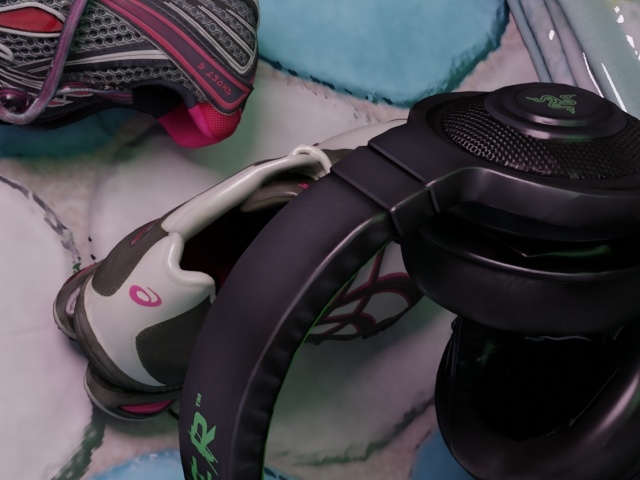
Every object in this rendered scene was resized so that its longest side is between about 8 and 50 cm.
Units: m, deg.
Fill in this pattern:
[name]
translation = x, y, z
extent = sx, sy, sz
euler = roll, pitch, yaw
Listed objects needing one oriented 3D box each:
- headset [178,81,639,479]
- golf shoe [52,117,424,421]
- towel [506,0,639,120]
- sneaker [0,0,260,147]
[headset]
translation = 0.101, 0.019, 0.783
extent = 0.394, 0.243, 0.185
euler = -29, 38, -18
[golf shoe]
translation = 0.000, 0.000, 0.801
extent = 0.273, 0.120, 0.105
euler = -30, 82, -37
[towel]
translation = 0.290, -0.132, 1.010
extent = 0.320, 0.090, 0.374
euler = -14, 74, -21
[sneaker]
translation = -0.165, -0.108, 0.765
extent = 0.299, 0.121, 0.112
euler = 1, 87, -23
